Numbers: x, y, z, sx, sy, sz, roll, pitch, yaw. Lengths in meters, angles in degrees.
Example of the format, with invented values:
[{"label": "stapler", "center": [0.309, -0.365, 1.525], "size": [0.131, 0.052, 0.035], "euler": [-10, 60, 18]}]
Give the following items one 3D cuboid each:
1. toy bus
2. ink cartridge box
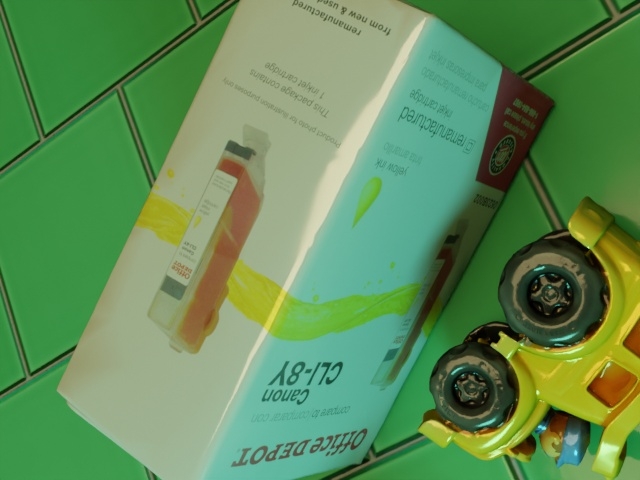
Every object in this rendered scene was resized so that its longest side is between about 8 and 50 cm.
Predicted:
[{"label": "toy bus", "center": [0.214, 0.108, 0.780], "size": [0.211, 0.149, 0.220], "euler": [38, 105, 12]}, {"label": "ink cartridge box", "center": [0.000, 0.000, 0.825], "size": [0.160, 0.279, 0.385], "euler": [32, 101, 28]}]
